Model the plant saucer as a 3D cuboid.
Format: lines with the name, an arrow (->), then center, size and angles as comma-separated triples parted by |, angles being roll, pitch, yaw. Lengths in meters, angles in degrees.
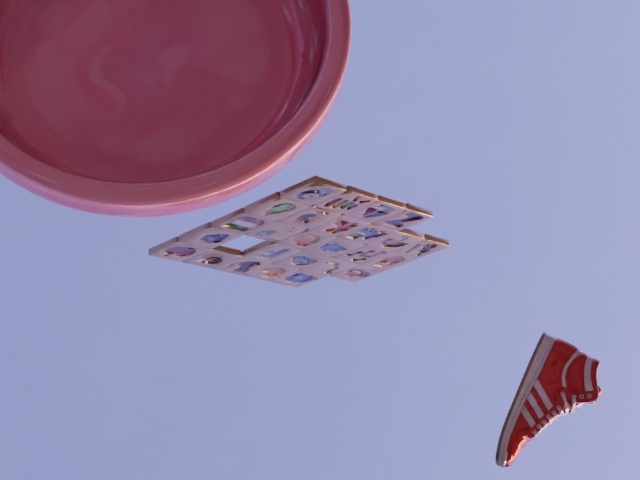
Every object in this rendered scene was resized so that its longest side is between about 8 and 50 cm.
plant saucer -> -0.142, -0.157, 1.154 | 0.332, 0.084, 0.332 | 1, -116, -2

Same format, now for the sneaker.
sneaker -> 0.193, 0.143, 1.182 | 0.067, 0.042, 0.118 | 22, -93, 11

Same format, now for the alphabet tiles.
alphabet tiles -> 0.000, 0.000, 1.264 | 0.237, 0.198, 0.009 | 14, -119, -48
